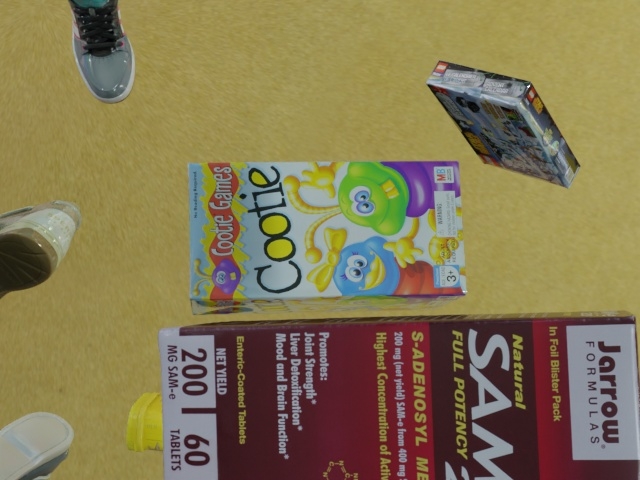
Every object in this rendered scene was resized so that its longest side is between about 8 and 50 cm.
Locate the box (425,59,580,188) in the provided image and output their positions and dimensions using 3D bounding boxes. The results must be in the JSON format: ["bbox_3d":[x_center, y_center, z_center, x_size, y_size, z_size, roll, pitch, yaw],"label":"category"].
[{"bbox_3d":[0.159,-0.099,0.859,0.027,0.094,0.137,-60,141,-10],"label":"box"}]

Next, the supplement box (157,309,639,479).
[{"bbox_3d":[0.041,0.104,0.514,0.240,0.073,0.130,-3,87,14],"label":"supplement box"}]

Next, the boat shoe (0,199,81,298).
[{"bbox_3d":[-0.218,0.008,0.661,0.056,0.153,0.048,53,42,-23],"label":"boat shoe"}]

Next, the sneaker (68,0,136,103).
[{"bbox_3d":[-0.384,-0.393,1.697,0.124,0.178,0.295,-11,84,-2],"label":"sneaker"}]

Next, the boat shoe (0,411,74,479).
[{"bbox_3d":[-0.496,0.349,1.451,0.116,0.319,0.099,37,118,20],"label":"boat shoe"}]

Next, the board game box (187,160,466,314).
[{"bbox_3d":[0.000,0.000,1.054,0.275,0.142,0.144,-1,80,-6],"label":"board game box"}]

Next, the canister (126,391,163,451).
[{"bbox_3d":[-0.203,0.289,1.555,0.170,0.126,0.073,6,97,3],"label":"canister"}]
